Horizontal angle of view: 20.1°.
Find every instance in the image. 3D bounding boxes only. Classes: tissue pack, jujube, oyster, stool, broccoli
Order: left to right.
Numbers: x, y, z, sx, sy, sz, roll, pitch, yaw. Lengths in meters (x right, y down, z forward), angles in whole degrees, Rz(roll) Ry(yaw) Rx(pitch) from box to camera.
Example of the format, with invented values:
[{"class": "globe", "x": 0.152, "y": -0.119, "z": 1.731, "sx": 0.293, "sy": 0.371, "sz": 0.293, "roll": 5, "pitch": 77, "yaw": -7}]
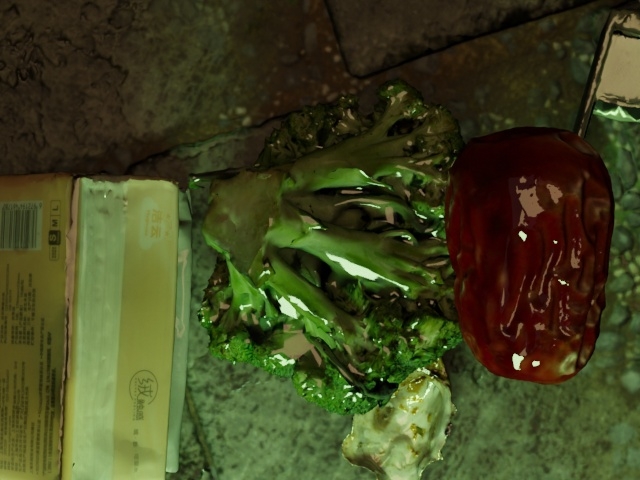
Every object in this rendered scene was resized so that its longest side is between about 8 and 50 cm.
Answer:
[{"class": "tissue pack", "x": -0.225, "y": 0.088, "z": 1.785, "sx": 0.238, "sy": 0.238, "sz": 0.306, "roll": 2, "pitch": 89, "yaw": 5}, {"class": "broccoli", "x": 0.000, "y": 0.000, "z": 1.721, "sx": 0.303, "sy": 0.283, "sz": 0.321, "roll": 2, "pitch": 79, "yaw": 36}, {"class": "oyster", "x": 0.089, "y": 0.178, "z": 1.813, "sx": 0.103, "sy": 0.051, "sz": 0.148, "roll": 37, "pitch": 107, "yaw": 2}, {"class": "jujube", "x": 0.185, "y": 0.012, "z": 1.605, "sx": 0.155, "sy": 0.155, "sz": 0.230, "roll": 3, "pitch": 91, "yaw": 5}, {"class": "stool", "x": 0.358, "y": -0.062, "z": 1.741, "sx": 0.243, "sy": 0.170, "sz": 0.270, "roll": 15, "pitch": 90, "yaw": 6}]
